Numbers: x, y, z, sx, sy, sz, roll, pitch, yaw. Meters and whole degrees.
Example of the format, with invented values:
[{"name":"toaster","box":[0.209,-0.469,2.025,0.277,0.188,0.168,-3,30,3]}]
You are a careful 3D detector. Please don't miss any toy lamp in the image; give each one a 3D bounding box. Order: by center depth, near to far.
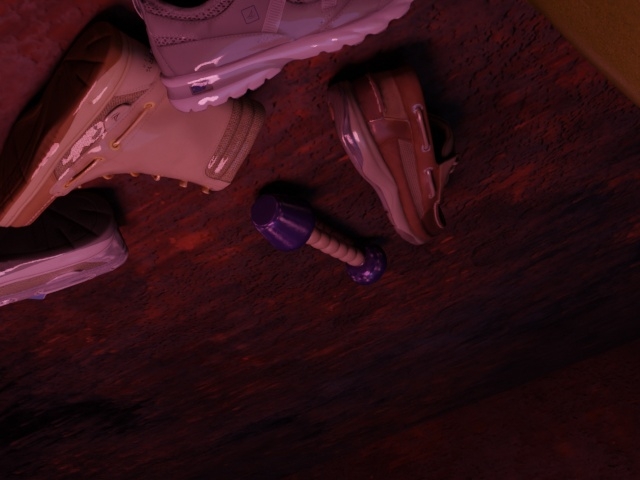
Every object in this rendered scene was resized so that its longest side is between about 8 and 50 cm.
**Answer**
[{"name":"toy lamp","box":[0.000,0.000,0.969,0.080,0.080,0.274,-29,149,21]}]

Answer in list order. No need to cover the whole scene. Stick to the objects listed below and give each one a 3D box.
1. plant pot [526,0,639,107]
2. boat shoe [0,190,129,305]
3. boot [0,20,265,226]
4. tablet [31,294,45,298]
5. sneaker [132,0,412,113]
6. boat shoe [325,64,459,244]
[{"name":"plant pot","box":[0.340,-0.218,0.487,0.366,0.353,0.367,-13,151,-7]},{"name":"boat shoe","box":[-0.392,0.035,0.792,0.320,0.118,0.103,-19,147,-10]},{"name":"boot","box":[-0.203,-0.085,0.703,0.203,0.095,0.262,16,131,-45]},{"name":"tablet","box":[-0.421,0.065,0.936,0.083,0.006,0.054,8,143,-35]},{"name":"sneaker","box":[-0.022,-0.215,0.560,0.281,0.105,0.115,-29,124,-2]},{"name":"boat shoe","box":[0.116,-0.094,0.826,0.116,0.123,0.324,-25,151,11]}]
